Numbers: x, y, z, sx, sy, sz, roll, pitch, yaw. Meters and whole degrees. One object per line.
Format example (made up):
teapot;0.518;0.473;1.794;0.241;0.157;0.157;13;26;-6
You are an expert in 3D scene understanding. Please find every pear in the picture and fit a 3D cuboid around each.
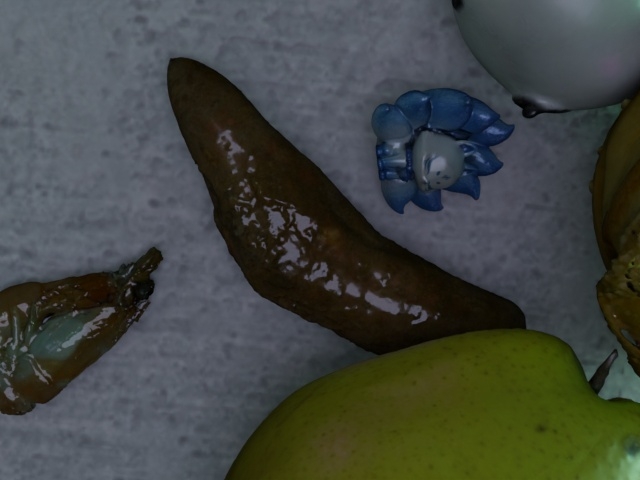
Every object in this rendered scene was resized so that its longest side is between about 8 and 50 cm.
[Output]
pear;0.080;0.213;1.002;0.336;0.285;0.284;-19;98;-9

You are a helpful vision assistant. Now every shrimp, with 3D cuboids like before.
shrimp;-0.195;0.063;1.079;0.184;0.043;0.091;-30;94;2

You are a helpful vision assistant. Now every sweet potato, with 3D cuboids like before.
sweet potato;0.000;0.004;1.060;0.341;0.092;0.114;38;76;-8

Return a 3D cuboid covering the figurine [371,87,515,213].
figurine;0.093;-0.070;1.056;0.114;0.079;0.114;-1;123;-1

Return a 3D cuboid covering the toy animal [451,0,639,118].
toy animal;0.203;-0.199;1.004;0.235;0.165;0.187;-38;93;4

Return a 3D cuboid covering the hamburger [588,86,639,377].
hamburger;0.314;-0.022;0.991;0.319;0.158;0.318;-12;128;-15
